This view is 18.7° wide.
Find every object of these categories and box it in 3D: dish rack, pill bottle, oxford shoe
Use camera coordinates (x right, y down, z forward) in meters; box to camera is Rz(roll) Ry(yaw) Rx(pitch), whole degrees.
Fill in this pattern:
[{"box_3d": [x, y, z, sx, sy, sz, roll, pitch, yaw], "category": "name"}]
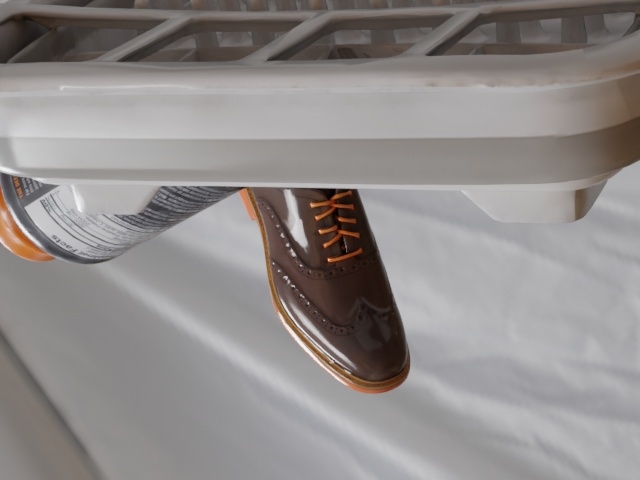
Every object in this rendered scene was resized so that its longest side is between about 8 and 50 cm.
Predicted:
[{"box_3d": [0.036, -0.089, 0.762, 0.285, 0.072, 0.333, 1, 25, 23], "category": "dish rack"}, {"box_3d": [-0.150, -0.061, 1.430, 0.245, 0.130, 0.130, -25, 4, 44], "category": "pill bottle"}, {"box_3d": [0.000, 0.000, 1.609, 0.097, 0.271, 0.098, -20, -22, -20], "category": "oxford shoe"}]
